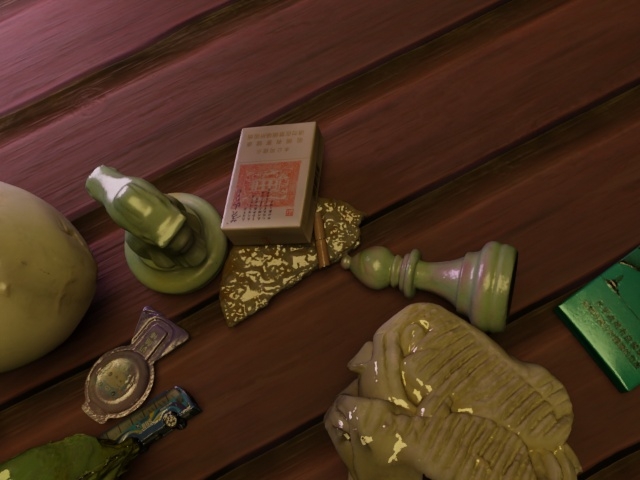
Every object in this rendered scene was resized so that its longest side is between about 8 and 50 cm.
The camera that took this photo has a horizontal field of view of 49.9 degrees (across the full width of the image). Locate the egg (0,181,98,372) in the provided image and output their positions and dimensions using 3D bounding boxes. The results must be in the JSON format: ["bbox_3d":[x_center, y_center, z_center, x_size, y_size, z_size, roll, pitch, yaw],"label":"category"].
[{"bbox_3d":[-0.517,0.067,1.022,0.344,0.283,0.283,-27,73,-2],"label":"egg"}]

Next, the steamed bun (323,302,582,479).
[{"bbox_3d":[0.164,0.295,0.928,0.346,0.238,0.394,0,41,-18],"label":"steamed bun"}]

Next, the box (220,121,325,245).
[{"bbox_3d":[-0.074,-0.093,1.118,0.140,0.058,0.201,-1,62,19],"label":"box"}]

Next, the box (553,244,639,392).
[{"bbox_3d":[0.500,0.102,1.055,0.226,0.042,0.161,-35,75,-6],"label":"box"}]

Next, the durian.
[{"bbox_3d":[-0.428,0.365,0.967,0.394,0.198,0.163,-26,66,6],"label":"durian"}]

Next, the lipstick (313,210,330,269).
[{"bbox_3d":[0.000,0.000,1.098,0.018,0.019,0.094,-9,71,2],"label":"lipstick"}]

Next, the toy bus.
[{"bbox_3d":[-0.261,0.284,1.060,0.153,0.051,0.061,-33,68,-5],"label":"toy bus"}]

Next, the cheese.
[{"bbox_3d":[-0.301,0.200,1.090,0.105,0.042,0.191,31,70,14],"label":"cheese"}]

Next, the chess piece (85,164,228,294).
[{"bbox_3d":[-0.244,-0.024,1.021,0.175,0.298,0.176,-1,76,3],"label":"chess piece"}]

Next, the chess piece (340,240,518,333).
[{"bbox_3d":[0.161,0.053,1.067,0.271,0.139,0.139,10,74,19],"label":"chess piece"}]

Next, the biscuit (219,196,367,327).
[{"bbox_3d":[-0.061,0.012,1.129,0.289,0.038,0.141,-34,74,-7],"label":"biscuit"}]
